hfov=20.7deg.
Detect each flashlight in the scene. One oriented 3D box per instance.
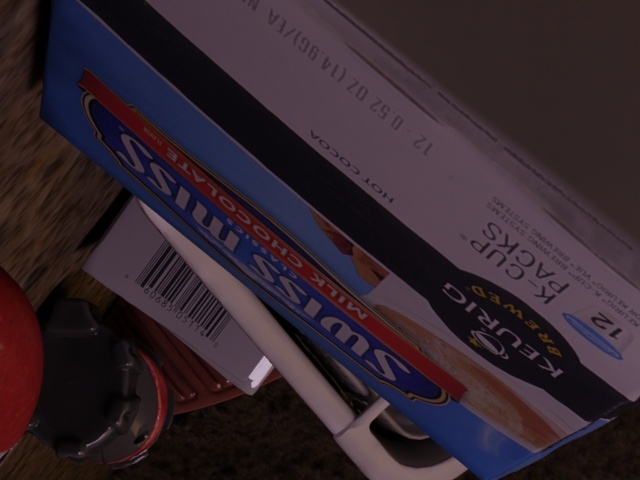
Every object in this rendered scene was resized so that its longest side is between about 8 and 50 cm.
[{"bbox_3d":[-0.154,0.109,1.190,0.103,0.103,0.304,-48,179,-5],"label":"flashlight"}]

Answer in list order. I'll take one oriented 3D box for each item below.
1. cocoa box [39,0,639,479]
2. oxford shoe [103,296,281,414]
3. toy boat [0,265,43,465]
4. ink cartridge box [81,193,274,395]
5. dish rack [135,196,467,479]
[{"bbox_3d":[0.100,-0.129,0.607,0.347,0.231,0.228,-50,178,-20],"label":"cocoa box"},{"bbox_3d":[0.000,0.000,1.379,0.397,0.140,0.146,-35,179,11],"label":"oxford shoe"},{"bbox_3d":[-0.139,0.091,0.442,0.151,0.151,0.231,-51,178,32],"label":"toy boat"},{"bbox_3d":[0.009,-0.070,1.136,0.272,0.130,0.309,-53,178,9],"label":"ink cartridge box"},{"bbox_3d":[0.067,-0.045,0.936,0.285,0.333,0.072,-40,-139,-3],"label":"dish rack"}]
